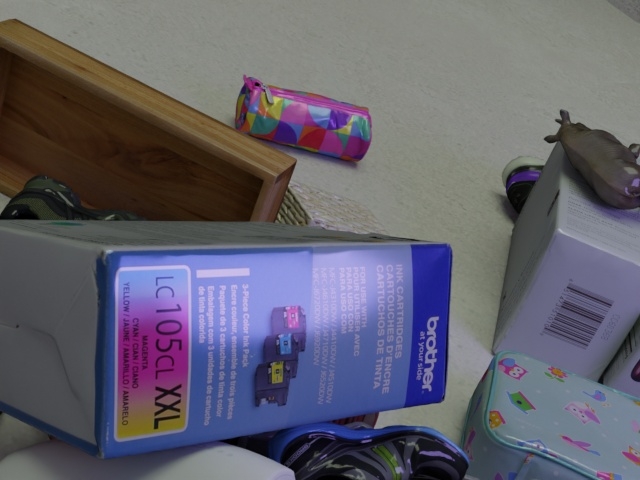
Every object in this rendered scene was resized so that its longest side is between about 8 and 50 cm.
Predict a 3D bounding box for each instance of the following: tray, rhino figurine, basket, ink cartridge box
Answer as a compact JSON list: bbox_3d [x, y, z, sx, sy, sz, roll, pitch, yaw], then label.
[{"bbox_3d":[-0.249,-0.096,1.283,0.411,0.202,0.076,27,29,9],"label":"tray"},{"bbox_3d":[0.394,-0.118,1.444,0.106,0.073,0.243,7,31,-27],"label":"rhino figurine"},{"bbox_3d":[0.000,0.000,1.353,0.167,0.103,0.113,15,27,-39],"label":"basket"},{"bbox_3d":[-0.074,0.061,0.883,0.396,0.151,0.270,-3,7,-40],"label":"ink cartridge box"}]

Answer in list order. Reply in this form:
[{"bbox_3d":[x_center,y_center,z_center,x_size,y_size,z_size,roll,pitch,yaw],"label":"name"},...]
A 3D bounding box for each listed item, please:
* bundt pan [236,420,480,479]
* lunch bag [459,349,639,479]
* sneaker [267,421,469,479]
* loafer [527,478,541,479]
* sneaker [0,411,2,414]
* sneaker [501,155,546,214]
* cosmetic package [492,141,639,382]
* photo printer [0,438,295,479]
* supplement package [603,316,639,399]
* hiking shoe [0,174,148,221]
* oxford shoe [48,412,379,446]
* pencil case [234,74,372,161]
[{"bbox_3d":[0.030,0.309,0.873,0.331,0.124,0.330,17,29,-10],"label":"bundt pan"},{"bbox_3d":[0.302,0.246,1.172,0.279,0.107,0.224,23,26,2],"label":"lunch bag"},{"bbox_3d":[0.043,0.201,0.887,0.188,0.067,0.078,7,53,-27],"label":"sneaker"},{"bbox_3d":[0.149,0.239,0.913,0.125,0.039,0.045,-1,69,-29],"label":"loafer"},{"bbox_3d":[-0.345,0.148,0.997,0.083,0.031,0.035,23,15,-6],"label":"sneaker"},{"bbox_3d":[0.459,-0.046,1.781,0.294,0.102,0.146,13,34,-6],"label":"sneaker"},{"bbox_3d":[0.374,0.014,1.499,0.156,0.217,0.385,23,28,1],"label":"cosmetic package"},{"bbox_3d":[-0.158,0.259,0.690,0.256,0.107,0.307,-1,39,25],"label":"photo printer"},{"bbox_3d":[0.534,0.165,1.393,0.262,0.145,0.204,28,30,0],"label":"supplement package"},{"bbox_3d":[-0.286,0.010,1.228,0.227,0.086,0.114,23,42,15],"label":"hiking shoe"},{"bbox_3d":[-0.105,0.161,1.038,0.348,0.123,0.130,5,28,-29],"label":"oxford shoe"},{"bbox_3d":[-0.029,-0.201,1.710,0.237,0.104,0.104,12,31,-18],"label":"pencil case"}]
